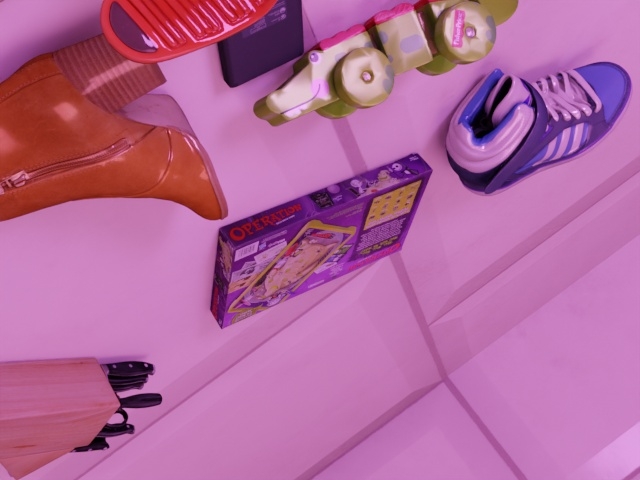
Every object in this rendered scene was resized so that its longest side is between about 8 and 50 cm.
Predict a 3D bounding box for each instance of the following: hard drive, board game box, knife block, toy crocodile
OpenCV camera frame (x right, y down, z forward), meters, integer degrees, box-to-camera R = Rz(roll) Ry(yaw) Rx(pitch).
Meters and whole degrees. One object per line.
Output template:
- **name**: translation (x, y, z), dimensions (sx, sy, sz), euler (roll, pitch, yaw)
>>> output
- **hard drive**: translation (-0.062, -0.222, 0.828), dimensions (0.094, 0.022, 0.135), euler (-29, 152, -16)
- **board game box**: translation (0.000, 0.000, 1.237), dimensions (0.346, 0.056, 0.208), euler (-22, 146, -27)
- **knife block**: translation (-0.338, 0.213, 1.119), dimensions (0.242, 0.088, 0.276), euler (-28, 152, -19)
- **toy crocodile**: translation (0.079, -0.218, 0.923), dimensions (0.340, 0.105, 0.115), euler (-26, -171, -12)

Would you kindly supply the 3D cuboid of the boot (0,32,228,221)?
- **boot**: translation (-0.224, -0.071, 0.808), dimensions (0.211, 0.104, 0.295), euler (-29, 148, -4)

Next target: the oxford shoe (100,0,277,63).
- **oxford shoe**: translation (-0.075, -0.221, 0.662), dimensions (0.271, 0.097, 0.098), euler (-46, -165, -28)

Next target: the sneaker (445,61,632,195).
- **sneaker**: translation (0.334, -0.199, 1.223), dimensions (0.322, 0.130, 0.236), euler (-33, 158, 3)
